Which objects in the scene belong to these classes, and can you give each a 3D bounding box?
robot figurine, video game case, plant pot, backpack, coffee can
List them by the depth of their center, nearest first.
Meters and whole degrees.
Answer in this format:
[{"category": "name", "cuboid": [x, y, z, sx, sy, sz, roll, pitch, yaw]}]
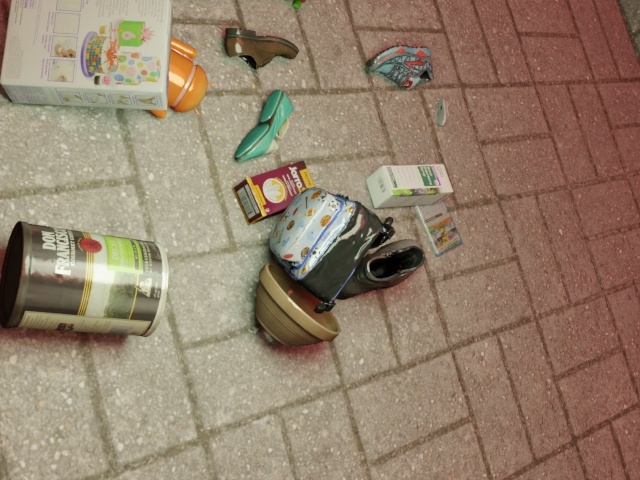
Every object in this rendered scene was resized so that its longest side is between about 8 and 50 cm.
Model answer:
[{"category": "coffee can", "cuboid": [-0.465, 0.082, 1.387, 0.275, 0.201, 0.202, 10, 70, -33]}, {"category": "robot figurine", "cuboid": [-0.361, -0.382, 1.656, 0.219, 0.128, 0.158, 27, 46, -24]}, {"category": "plant pot", "cuboid": [-0.074, 0.170, 1.658, 0.237, 0.237, 0.110, 41, 100, -18]}, {"category": "backpack", "cuboid": [0.000, 0.000, 1.689, 0.213, 0.263, 0.276, 42, 85, -15]}, {"category": "video game case", "cuboid": [0.354, -0.048, 2.113, 0.119, 0.015, 0.166, -23, 89, -38]}]

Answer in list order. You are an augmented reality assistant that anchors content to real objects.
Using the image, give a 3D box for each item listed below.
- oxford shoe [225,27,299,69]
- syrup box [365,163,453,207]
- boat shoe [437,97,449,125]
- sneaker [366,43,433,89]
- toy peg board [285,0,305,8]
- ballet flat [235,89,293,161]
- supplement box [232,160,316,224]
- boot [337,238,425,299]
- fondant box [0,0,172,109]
[{"category": "oxford shoe", "cuboid": [-0.157, -0.500, 1.877, 0.227, 0.083, 0.096, -2, 99, -37]}, {"category": "syrup box", "cuboid": [0.257, -0.157, 2.021, 0.237, 0.096, 0.093, -6, 71, -33]}, {"category": "boat shoe", "cuboid": [0.396, -0.407, 2.246, 0.035, 0.035, 0.100, 17, 59, -27]}, {"category": "sneaker", "cuboid": [0.257, -0.522, 2.143, 0.262, 0.104, 0.125, -13, 85, -37]}, {"category": "toy peg board", "cuboid": [-0.071, -0.727, 1.955, 0.161, 0.160, 0.079, 32, 75, -23]}, {"category": "ballet flat", "cuboid": [-0.131, -0.278, 1.813, 0.087, 0.083, 0.247, 45, 56, -32]}, {"category": "supplement box", "cuboid": [-0.111, -0.122, 1.772, 0.188, 0.081, 0.104, -23, 89, -38]}, {"category": "boot", "cuboid": [0.202, 0.063, 1.841, 0.338, 0.222, 0.118, -26, 90, -37]}, {"category": "fondant box", "cuboid": [-0.491, -0.411, 1.510, 0.330, 0.096, 0.238, 1, 73, -6]}]
